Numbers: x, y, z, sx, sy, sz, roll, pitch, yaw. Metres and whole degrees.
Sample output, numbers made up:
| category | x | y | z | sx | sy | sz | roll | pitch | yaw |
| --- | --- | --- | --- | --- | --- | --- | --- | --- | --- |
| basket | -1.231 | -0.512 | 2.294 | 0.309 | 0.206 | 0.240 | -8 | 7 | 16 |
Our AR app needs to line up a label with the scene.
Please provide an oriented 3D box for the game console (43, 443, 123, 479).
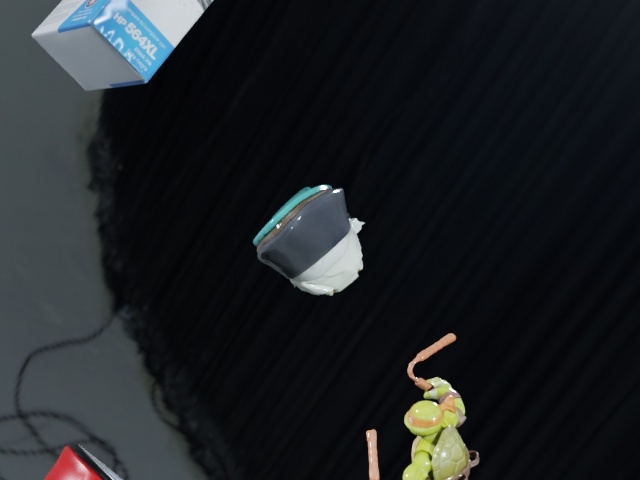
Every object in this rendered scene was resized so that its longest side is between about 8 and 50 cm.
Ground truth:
| category | x | y | z | sx | sy | sz | roll | pitch | yaw |
| --- | --- | --- | --- | --- | --- | --- | --- | --- | --- |
| game console | -0.098 | 0.338 | 1.267 | 0.342 | 0.060 | 0.386 | 35 | -13 | 13 |

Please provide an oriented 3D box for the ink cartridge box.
| category | x | y | z | sx | sy | sz | roll | pitch | yaw |
| --- | --- | --- | --- | --- | --- | --- | --- | --- | --- |
| ink cartridge box | -0.169 | -0.251 | 1.304 | 0.086 | 0.203 | 0.148 | 46 | -21 | -25 |

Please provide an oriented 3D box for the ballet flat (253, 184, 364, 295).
| category | x | y | z | sx | sy | sz | roll | pitch | yaw |
| --- | --- | --- | --- | --- | --- | --- | --- | --- | --- |
| ballet flat | 0.000 | 0.000 | 0.896 | 0.074 | 0.074 | 0.203 | 32 | 3 | -1 |

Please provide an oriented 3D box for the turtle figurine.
| category | x | y | z | sx | sy | sz | roll | pitch | yaw |
| --- | --- | --- | --- | --- | --- | --- | --- | --- | --- |
| turtle figurine | 0.131 | 0.242 | 1.427 | 0.087 | 0.217 | 0.269 | 0 | 32 | 22 |
